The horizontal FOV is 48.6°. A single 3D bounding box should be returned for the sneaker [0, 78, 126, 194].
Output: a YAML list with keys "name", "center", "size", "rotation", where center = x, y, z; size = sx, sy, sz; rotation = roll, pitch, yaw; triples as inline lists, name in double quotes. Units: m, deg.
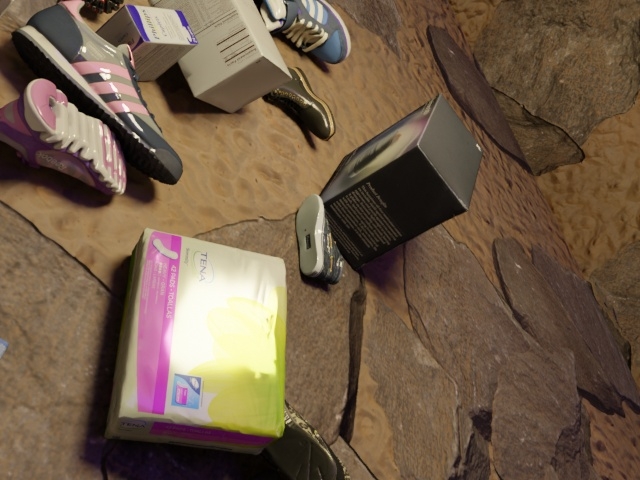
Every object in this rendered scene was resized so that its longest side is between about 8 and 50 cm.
- name: "sneaker"
  center: [-0.363, -0.130, 0.995]
  size: [0.236, 0.105, 0.095]
  rotation: [49, 25, -60]

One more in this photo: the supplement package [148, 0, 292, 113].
- name: "supplement package"
  center: [-0.183, -0.374, 1.332]
  size: [0.203, 0.149, 0.194]
  rotation: [64, 12, 6]

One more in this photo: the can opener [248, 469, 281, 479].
- name: "can opener"
  center: [-0.119, 0.378, 0.920]
  size: [0.283, 0.095, 0.075]
  rotation: [-15, 78, -57]

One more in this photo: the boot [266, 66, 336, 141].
- name: "boot"
  center: [-0.063, -0.301, 1.571]
  size: [0.137, 0.077, 0.197]
  rotation: [-14, 63, -52]

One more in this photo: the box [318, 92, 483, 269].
- name: "box"
  center: [0.172, -0.133, 1.544]
  size: [0.182, 0.294, 0.296]
  rotation: [51, 33, -15]

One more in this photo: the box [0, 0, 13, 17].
- name: "box"
  center: [-0.503, -0.403, 0.983]
  size: [0.181, 0.119, 0.181]
  rotation: [37, 38, -32]

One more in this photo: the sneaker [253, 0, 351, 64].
- name: "sneaker"
  center: [-0.073, -0.509, 1.679]
  size: [0.322, 0.130, 0.236]
  rotation: [51, 43, -23]

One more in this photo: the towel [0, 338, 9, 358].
- name: "towel"
  center: [-0.451, 0.157, 0.693]
  size: [0.209, 0.034, 0.285]
  rotation: [43, 36, -27]

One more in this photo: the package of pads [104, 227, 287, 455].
- name: "package of pads"
  center: [-0.159, 0.138, 0.991]
  size: [0.229, 0.101, 0.296]
  rotation: [14, 52, -22]

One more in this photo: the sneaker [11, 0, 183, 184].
- name: "sneaker"
  center: [-0.307, -0.230, 1.092]
  size: [0.319, 0.112, 0.131]
  rotation: [48, 62, -21]

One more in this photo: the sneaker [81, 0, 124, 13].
- name: "sneaker"
  center: [-0.435, -0.468, 1.183]
  size: [0.225, 0.088, 0.092]
  rotation: [34, 20, -35]

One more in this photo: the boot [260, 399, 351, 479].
- name: "boot"
  center: [-0.051, 0.306, 1.084]
  size: [0.236, 0.085, 0.178]
  rotation: [40, -12, 30]

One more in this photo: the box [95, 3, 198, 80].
- name: "box"
  center: [-0.303, -0.330, 1.197]
  size: [0.137, 0.126, 0.072]
  rotation: [-22, 85, -58]

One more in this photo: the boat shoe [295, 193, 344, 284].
- name: "boat shoe"
  center: [0.000, 0.000, 1.422]
  size: [0.083, 0.065, 0.183]
  rotation: [29, 51, -42]
